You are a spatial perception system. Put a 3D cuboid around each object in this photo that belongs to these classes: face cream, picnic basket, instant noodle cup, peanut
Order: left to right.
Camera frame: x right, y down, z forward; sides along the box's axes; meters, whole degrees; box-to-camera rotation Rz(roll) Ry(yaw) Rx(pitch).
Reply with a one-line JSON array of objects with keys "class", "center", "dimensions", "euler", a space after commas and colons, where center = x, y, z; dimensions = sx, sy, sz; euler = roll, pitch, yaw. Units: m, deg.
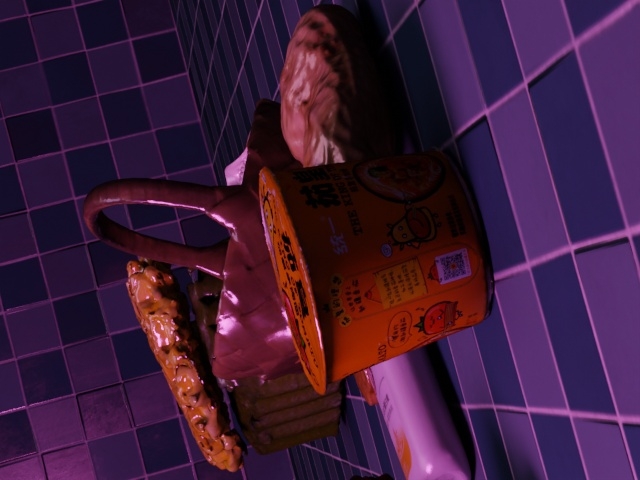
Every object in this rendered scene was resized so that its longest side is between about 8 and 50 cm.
[{"class": "picnic basket", "center": [-0.124, -0.009, 1.740], "dimensions": [0.293, 0.337, 0.337], "euler": [108, 146, -74]}, {"class": "peanut", "center": [0.018, -0.128, 1.528], "dimensions": [0.233, 0.110, 0.196], "euler": [-113, 17, -46]}, {"class": "instant noodle cup", "center": [0.049, 0.016, 1.340], "dimensions": [0.216, 0.172, 0.215], "euler": [165, 90, -81]}, {"class": "face cream", "center": [0.093, 0.153, 1.649], "dimensions": [0.144, 0.071, 0.291], "euler": [85, 168, -60]}]

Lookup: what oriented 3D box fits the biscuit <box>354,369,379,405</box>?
[{"class": "biscuit", "center": [0.043, 0.084, 1.989], "dimensions": [0.186, 0.044, 0.295], "euler": [-125, 23, -75]}]

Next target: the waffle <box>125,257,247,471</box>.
[{"class": "waffle", "center": [-0.228, 0.207, 2.496], "dimensions": [0.379, 0.095, 0.382], "euler": [78, 167, -60]}]

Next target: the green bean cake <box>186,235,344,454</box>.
[{"class": "green bean cake", "center": [-0.094, 0.177, 2.487], "dimensions": [0.319, 0.218, 0.335], "euler": [87, 168, -56]}]

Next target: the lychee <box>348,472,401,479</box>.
[{"class": "lychee", "center": [0.064, 0.402, 1.707], "dimensions": [0.300, 0.264, 0.264], "euler": [-30, 69, 36]}]

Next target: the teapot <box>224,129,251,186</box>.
[{"class": "teapot", "center": [-0.048, -0.104, 2.016], "dimensions": [0.245, 0.116, 0.159], "euler": [139, 136, -64]}]
